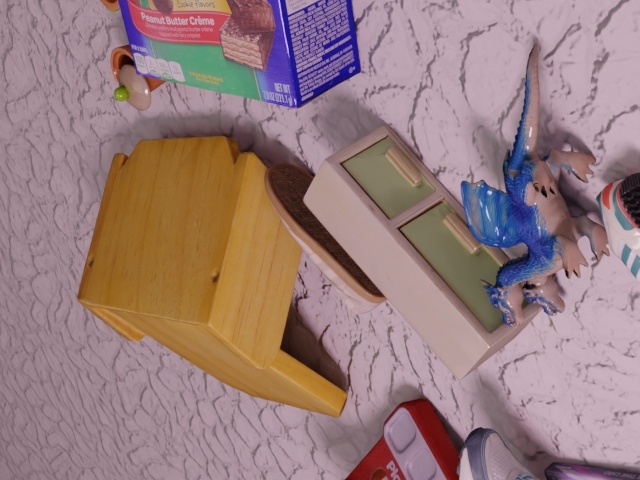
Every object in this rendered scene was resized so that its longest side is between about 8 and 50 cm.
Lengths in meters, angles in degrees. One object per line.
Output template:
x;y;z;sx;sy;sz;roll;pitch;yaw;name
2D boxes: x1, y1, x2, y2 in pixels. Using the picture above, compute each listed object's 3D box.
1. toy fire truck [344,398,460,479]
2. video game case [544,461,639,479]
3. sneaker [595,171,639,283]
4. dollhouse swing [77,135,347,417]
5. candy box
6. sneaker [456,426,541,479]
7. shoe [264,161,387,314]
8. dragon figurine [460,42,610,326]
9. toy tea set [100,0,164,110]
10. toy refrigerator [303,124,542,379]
0.127;0.386;1.540;0.254;0.169;0.302;-58;48;38;toy fire truck
0.381;0.340;1.323;0.274;0.026;0.196;-5;112;55;video game case
0.309;0.013;1.135;0.161;0.057;0.075;60;164;-6;sneaker
-0.111;0.053;1.703;0.346;0.305;0.315;3;77;52;dollhouse swing
-0.110;-0.325;1.322;0.268;0.122;0.317;16;128;38;candy box
0.264;0.324;1.374;0.122;0.110;0.283;-29;95;40;sneaker
0.000;0.000;1.497;0.219;0.076;0.058;51;141;7;shoe
0.196;-0.038;1.200;0.144;0.085;0.289;0;118;52;dragon figurine
-0.250;-0.312;1.526;0.200;0.124;0.336;19;130;44;toy tea set
0.112;0.008;1.334;0.269;0.102;0.094;49;146;14;toy refrigerator
